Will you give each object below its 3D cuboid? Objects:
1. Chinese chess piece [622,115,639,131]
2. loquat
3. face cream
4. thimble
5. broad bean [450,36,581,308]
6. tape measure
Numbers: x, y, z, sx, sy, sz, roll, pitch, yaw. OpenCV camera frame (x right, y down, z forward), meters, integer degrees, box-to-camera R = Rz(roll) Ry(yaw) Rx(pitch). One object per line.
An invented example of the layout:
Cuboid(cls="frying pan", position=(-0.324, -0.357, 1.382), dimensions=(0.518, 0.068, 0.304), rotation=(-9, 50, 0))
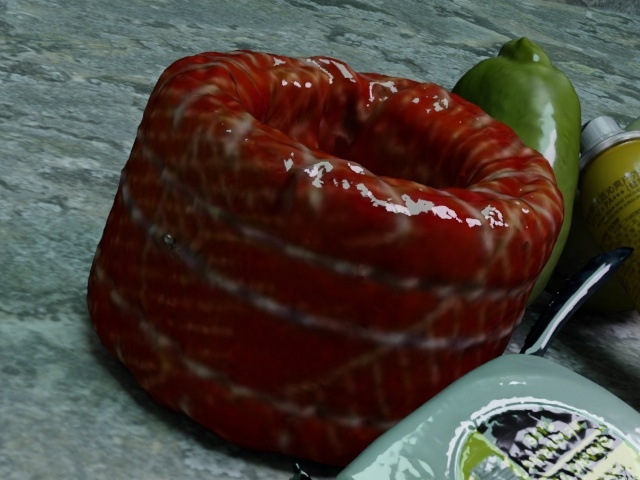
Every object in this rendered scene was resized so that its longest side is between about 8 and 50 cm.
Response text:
Cuboid(cls="Chinese chess piece", position=(0.416, -0.033, 1.382), dimensions=(0.250, 0.101, 0.250), rotation=(43, -11, 10))
Cuboid(cls="loquat", position=(0.292, 0.005, 1.309), dimensions=(0.195, 0.152, 0.152), rotation=(-10, 33, -46))
Cuboid(cls="face cream", position=(0.319, 0.031, 1.129), dimensions=(0.105, 0.105, 0.348), rotation=(0, 51, -35))
Cuboid(cls="thimble", position=(0.000, 0.000, 1.003), dimensions=(0.350, 0.230, 0.350), rotation=(16, 21, -6))
Cuboid(cls="broad bean", position=(0.171, -0.056, 1.216), dimensions=(0.119, 0.238, 0.291), rotation=(16, 55, -10))
Cuboid(cls="tape measure", position=(0.167, 0.143, 0.824), dimensions=(0.215, 0.098, 0.351), rotation=(39, 48, 23))
